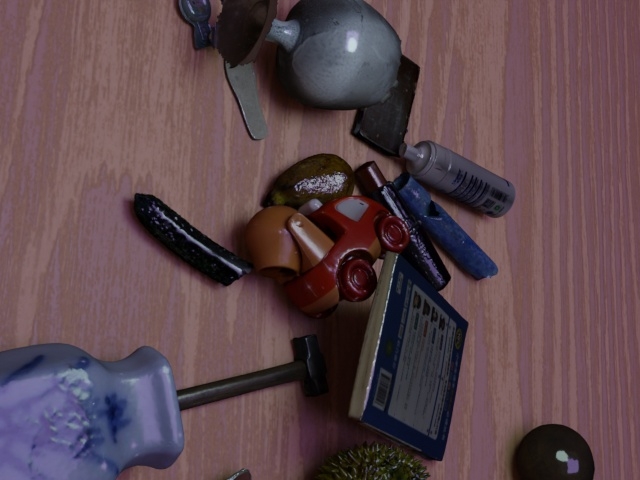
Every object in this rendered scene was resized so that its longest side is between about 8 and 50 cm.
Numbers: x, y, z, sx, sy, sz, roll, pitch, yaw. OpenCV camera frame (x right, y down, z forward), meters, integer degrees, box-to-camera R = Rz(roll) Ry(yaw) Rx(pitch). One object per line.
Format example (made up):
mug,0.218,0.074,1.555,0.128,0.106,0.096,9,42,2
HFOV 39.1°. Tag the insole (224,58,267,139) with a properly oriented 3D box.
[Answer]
insole,-0.140,-0.281,1.691,0.063,0.010,0.191,-18,91,-38

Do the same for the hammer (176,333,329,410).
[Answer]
hammer,-0.144,0.248,1.555,0.366,0.043,0.111,-9,86,-37

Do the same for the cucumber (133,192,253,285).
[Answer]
cucumber,-0.224,0.003,1.536,0.245,0.067,0.067,35,61,-24

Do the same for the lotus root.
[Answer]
lotus root,-0.020,-0.104,1.695,0.191,0.094,0.108,-16,55,-33

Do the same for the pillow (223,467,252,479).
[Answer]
pillow,-0.156,0.488,1.469,0.171,0.075,0.179,-23,95,-38

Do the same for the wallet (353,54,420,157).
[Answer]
wallet,0.141,-0.293,1.890,0.122,0.031,0.232,28,66,-31

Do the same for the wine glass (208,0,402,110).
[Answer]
wine glass,-0.016,-0.363,1.659,0.323,0.238,0.237,9,75,-36

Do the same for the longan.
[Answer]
longan,0.503,0.483,1.921,0.167,0.167,0.187,-35,123,-37

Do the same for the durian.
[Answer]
durian,0.090,0.489,1.575,0.291,0.225,0.291,57,19,-31

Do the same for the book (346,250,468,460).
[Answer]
book,0.177,0.229,1.671,0.428,0.039,0.299,42,57,-56

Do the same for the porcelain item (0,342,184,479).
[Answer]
porcelain item,-0.405,0.269,1.264,0.405,0.178,0.242,-6,83,-37

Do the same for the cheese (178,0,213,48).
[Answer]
cheese,-0.223,-0.412,1.646,0.067,0.026,0.120,-25,101,-36

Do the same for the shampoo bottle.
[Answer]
shampoo bottle,0.284,-0.138,1.924,0.303,0.092,0.092,22,67,-33

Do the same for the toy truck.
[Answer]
toy truck,0.000,0.000,1.630,0.239,0.189,0.265,46,55,-10

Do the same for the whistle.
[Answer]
whistle,0.263,-0.022,1.908,0.304,0.062,0.062,44,58,-21

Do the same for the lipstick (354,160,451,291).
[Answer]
lipstick,0.163,-0.026,1.820,0.081,0.081,0.299,-37,100,-36
